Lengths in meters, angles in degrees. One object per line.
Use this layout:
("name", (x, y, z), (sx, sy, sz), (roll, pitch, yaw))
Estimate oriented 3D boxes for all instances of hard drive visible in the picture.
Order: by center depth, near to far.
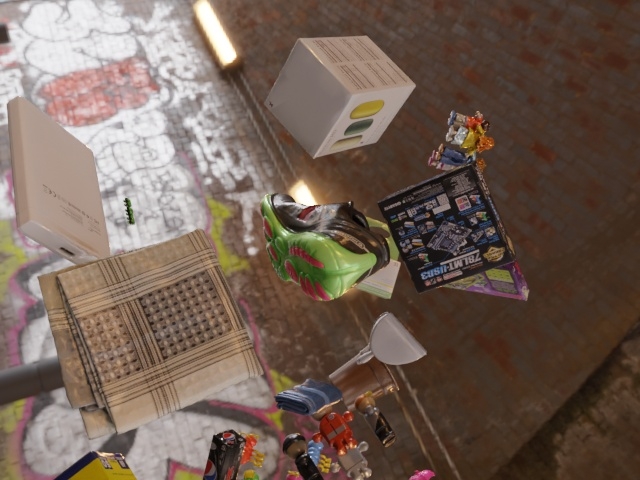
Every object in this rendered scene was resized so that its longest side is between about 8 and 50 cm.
("hard drive", (-0.544, -0.113, 1.377), (0.233, 0.047, 0.353), (47, 17, -54))

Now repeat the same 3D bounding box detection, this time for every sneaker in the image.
("sneaker", (0.000, 0.000, 1.462), (0.483, 0.202, 0.185), (-141, -141, -60))

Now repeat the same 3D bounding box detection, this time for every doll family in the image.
("doll family", (0.476, -0.293, 2.177), (0.118, 0.163, 0.263), (-89, -164, -48))

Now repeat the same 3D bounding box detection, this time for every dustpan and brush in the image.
("dustpan and brush", (0.160, 0.278, 1.707), (0.147, 0.060, 0.211), (48, -61, -2))

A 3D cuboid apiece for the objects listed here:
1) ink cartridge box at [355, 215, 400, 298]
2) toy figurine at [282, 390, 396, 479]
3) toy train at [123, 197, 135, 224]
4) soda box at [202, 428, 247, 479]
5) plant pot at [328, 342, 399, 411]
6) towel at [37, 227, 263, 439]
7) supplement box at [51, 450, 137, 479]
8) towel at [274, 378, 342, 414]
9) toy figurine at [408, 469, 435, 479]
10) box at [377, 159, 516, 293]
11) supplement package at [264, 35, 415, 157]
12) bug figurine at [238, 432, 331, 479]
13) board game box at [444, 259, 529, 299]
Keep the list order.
("ink cartridge box", (0.170, 0.048, 2.087), (0.056, 0.171, 0.235), (146, -37, -77))
("toy figurine", (0.041, 0.449, 1.496), (0.148, 0.209, 0.213), (49, -56, 39))
("toy train", (-0.504, -0.076, 1.743), (0.024, 0.017, 0.083), (54, 16, -65))
("soda box", (-0.221, 0.512, 1.478), (0.053, 0.060, 0.169), (26, -72, 37))
("plant pot", (0.122, 0.420, 1.982), (0.167, 0.165, 0.167), (58, -5, 8))
("towel", (-0.302, 0.153, 1.165), (0.312, 0.324, 0.056), (66, -21, 13))
("supplement box", (-0.535, 0.744, 1.683), (0.356, 0.195, 0.194), (51, -7, 19))
("towel", (-0.016, 0.241, 1.019), (0.067, 0.119, 0.029), (8, -89, 25))
("toy figurine", (0.298, 0.721, 1.826), (0.130, 0.173, 0.159), (136, -33, -75))
("box", (0.348, -0.033, 1.834), (0.293, 0.295, 0.073), (64, 27, -7))
("supplement package", (0.048, -0.353, 1.600), (0.198, 0.262, 0.199), (49, -50, 17))
("bug figurine", (-0.119, 0.607, 1.760), (0.216, 0.279, 0.072), (-76, 161, -50))
("board game box", (0.545, 0.117, 2.338), (0.346, 0.056, 0.208), (8, -34, 36))
